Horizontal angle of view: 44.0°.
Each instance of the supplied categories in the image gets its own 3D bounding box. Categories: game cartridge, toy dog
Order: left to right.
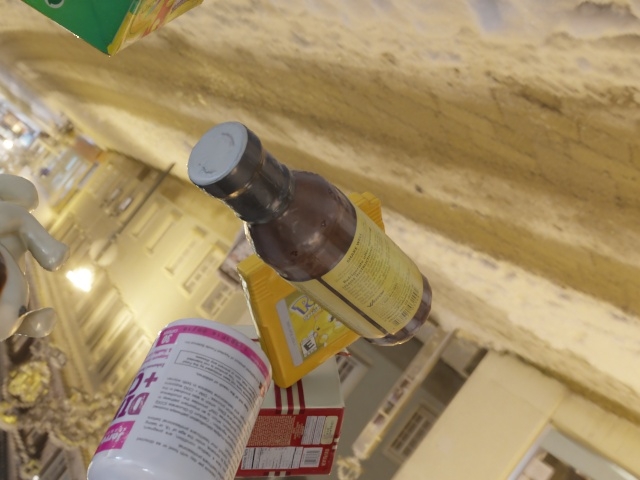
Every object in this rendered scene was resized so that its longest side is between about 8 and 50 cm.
[{"bbox_3d":[-0.612,0.035,1.309,0.395,0.284,0.408,24,-174,-35],"label":"toy dog"},{"bbox_3d":[0.005,0.092,1.440,0.053,0.285,0.323,42,155,38],"label":"game cartridge"}]

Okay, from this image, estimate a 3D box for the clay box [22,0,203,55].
[{"bbox_3d":[-0.136,-0.190,0.490,0.127,0.053,0.222,32,-155,-9],"label":"clay box"}]

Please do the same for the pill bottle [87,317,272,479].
[{"bbox_3d":[-0.173,0.245,0.935,0.160,0.283,0.160,11,136,11],"label":"pill bottle"}]

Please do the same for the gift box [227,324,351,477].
[{"bbox_3d":[-0.069,0.327,1.650,0.276,0.255,0.258,5,-142,-14],"label":"gift box"}]

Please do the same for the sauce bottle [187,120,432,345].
[{"bbox_3d":[0.000,0.000,0.820,0.111,0.111,0.344,33,173,43],"label":"sauce bottle"}]
